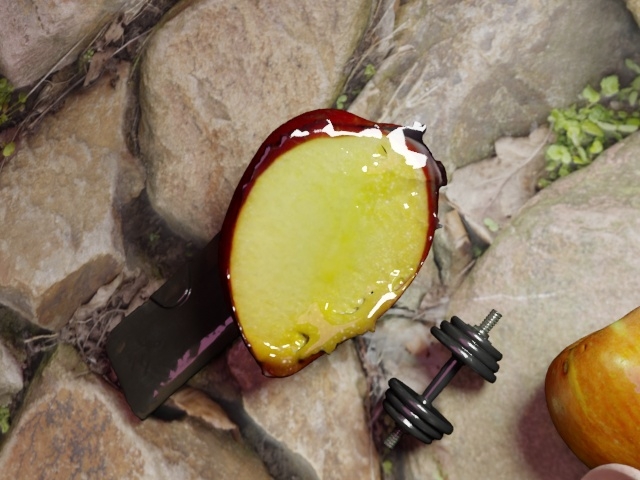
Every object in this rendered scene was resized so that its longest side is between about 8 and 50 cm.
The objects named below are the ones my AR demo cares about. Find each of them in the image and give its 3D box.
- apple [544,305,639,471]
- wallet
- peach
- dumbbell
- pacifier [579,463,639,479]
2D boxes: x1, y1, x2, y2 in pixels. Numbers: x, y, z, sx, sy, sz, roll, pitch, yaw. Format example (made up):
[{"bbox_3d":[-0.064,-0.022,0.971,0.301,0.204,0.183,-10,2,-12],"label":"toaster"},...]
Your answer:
[{"bbox_3d":[0.334,0.160,0.752,0.196,0.196,0.196,-11,64,23],"label":"apple"},{"bbox_3d":[-0.191,0.113,1.126,0.309,0.042,0.165,-41,58,5],"label":"wallet"},{"bbox_3d":[0.000,0.000,0.991,0.258,0.201,0.361,21,92,-6],"label":"peach"},{"bbox_3d":[0.146,0.166,0.896,0.099,0.099,0.208,40,91,34],"label":"dumbbell"},{"bbox_3d":[0.293,0.365,0.661,0.273,0.220,0.332,3,95,26],"label":"pacifier"}]
